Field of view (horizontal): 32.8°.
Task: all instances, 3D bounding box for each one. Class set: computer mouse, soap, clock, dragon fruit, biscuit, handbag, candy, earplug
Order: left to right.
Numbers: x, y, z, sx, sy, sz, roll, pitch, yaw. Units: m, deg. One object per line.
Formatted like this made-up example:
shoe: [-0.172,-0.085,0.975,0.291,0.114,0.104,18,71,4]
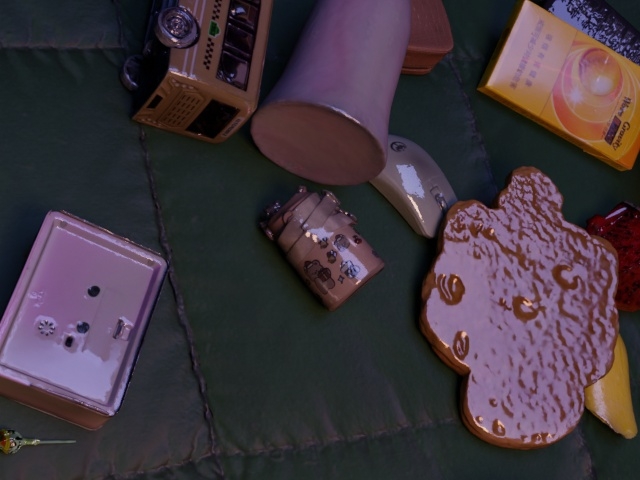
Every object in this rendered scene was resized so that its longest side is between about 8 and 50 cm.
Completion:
candy: [-0.286,0.201,1.093,0.083,0.025,0.023,5,92,-36]
clock: [-0.257,0.082,1.133,0.146,0.071,0.192,24,57,-16]
earplug: [0.038,-0.238,1.378,0.172,0.172,0.301,27,61,-15]
handbag: [0.097,-0.332,1.538,0.151,0.072,0.194,-6,71,-31]
computer mouse: [0.125,-0.073,1.433,0.089,0.056,0.182,-38,88,-32]
biscuit: [0.255,0.081,1.401,0.269,0.051,0.376,13,70,-13]
soap: [0.380,0.184,1.454,0.089,0.033,0.169,13,61,-21]
dragon fruit: [0.427,0.038,1.536,0.161,0.120,0.127,-28,123,-11]

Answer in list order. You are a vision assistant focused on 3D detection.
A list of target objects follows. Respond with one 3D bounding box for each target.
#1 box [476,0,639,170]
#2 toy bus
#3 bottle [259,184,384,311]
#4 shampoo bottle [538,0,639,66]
box: [0.379,-0.230,1.623,0.269,0.043,0.152,26,84,-14]
toy bus: [-0.138,-0.275,1.337,0.157,0.139,0.290,19,59,-24]
bottle: [-0.001,0.000,1.303,0.099,0.099,0.152,-35,82,-36]
shampoo bottle: [0.423,-0.332,1.709,0.309,0.071,0.098,41,71,-5]
